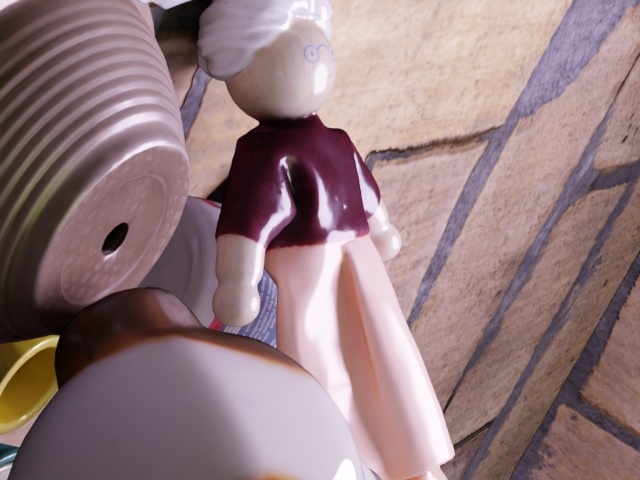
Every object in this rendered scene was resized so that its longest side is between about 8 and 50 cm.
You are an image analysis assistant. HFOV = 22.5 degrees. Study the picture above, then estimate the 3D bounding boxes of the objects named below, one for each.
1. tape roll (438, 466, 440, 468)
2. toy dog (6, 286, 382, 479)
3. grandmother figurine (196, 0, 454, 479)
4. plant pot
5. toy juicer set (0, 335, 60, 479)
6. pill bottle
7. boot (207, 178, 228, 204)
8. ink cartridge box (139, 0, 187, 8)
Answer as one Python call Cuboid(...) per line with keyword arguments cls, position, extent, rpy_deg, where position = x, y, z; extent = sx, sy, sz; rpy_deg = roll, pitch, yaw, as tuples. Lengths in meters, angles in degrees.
Cuboid(cls="tape roll", position=(-0.045, 0.225, 1.156), extent=(0.286, 0.286, 0.100), rpy_deg=(-50, 159, -18))
Cuboid(cls="toy dog", position=(-0.136, 0.216, 0.845), extent=(0.395, 0.284, 0.408), rpy_deg=(29, 110, -37))
Cuboid(cls="grandmother figurine", position=(0.000, 0.000, 0.996), extent=(0.208, 0.104, 0.342), rpy_deg=(-21, 98, -71))
Cuboid(cls="plant pot", position=(-0.146, -0.029, 0.835), extent=(0.237, 0.109, 0.237), rpy_deg=(-46, 157, -26))
Cuboid(cls="toy juicer set", position=(-0.247, 0.202, 0.992), extent=(0.209, 0.089, 0.329), rpy_deg=(-39, 155, -40))
Cuboid(cls="pill bottle", position=(-0.042, 0.038, 1.095), extent=(0.180, 0.108, 0.108), rpy_deg=(16, 109, -43))
Cuboid(cls="boot", position=(-0.046, -0.003, 1.180), extent=(0.121, 0.045, 0.099), rpy_deg=(-41, 142, -21))
Cuboid(cls="ink cartridge box", position=(0.018, -0.231, 0.641), extent=(0.306, 0.131, 0.226), rpy_deg=(-18, 164, 11))
